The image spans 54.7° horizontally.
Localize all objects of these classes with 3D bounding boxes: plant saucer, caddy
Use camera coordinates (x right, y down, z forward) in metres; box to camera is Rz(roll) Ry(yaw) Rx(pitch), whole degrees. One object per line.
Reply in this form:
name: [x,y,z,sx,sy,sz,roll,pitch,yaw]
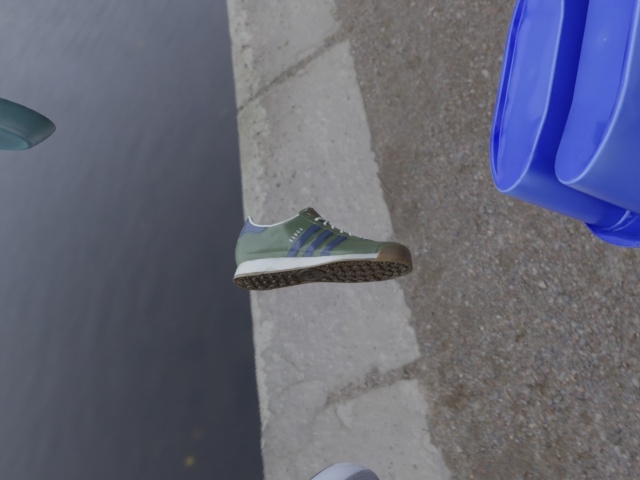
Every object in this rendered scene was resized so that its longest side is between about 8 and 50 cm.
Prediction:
plant saucer: [-0.284,-0.097,0.513,0.119,0.119,0.021,0,80,38]
caddy: [0.314,-0.167,0.628,0.241,0.179,0.341,-176,96,-75]

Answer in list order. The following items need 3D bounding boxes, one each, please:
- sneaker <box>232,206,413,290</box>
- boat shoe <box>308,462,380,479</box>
sneaker: [0.000,0.000,0.670,0.192,0.064,0.086,-5,64,5]
boat shoe: [-0.053,0.204,0.315,0.076,0.080,0.228,6,45,43]
